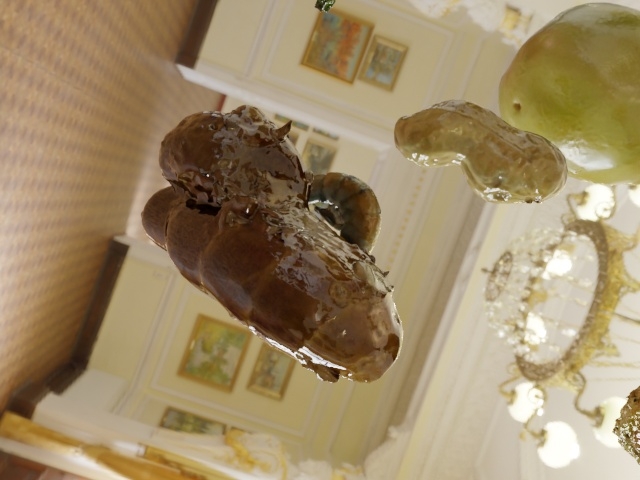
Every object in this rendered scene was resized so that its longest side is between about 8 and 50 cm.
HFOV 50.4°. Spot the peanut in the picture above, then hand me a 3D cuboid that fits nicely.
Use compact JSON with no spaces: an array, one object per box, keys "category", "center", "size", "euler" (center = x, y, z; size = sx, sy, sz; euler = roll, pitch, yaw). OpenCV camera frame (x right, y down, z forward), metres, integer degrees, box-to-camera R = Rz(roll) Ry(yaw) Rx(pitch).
[{"category":"peanut","center":[0.208,-0.116,0.883],"size":[0.103,0.230,0.098],"euler":[-56,169,-36]}]

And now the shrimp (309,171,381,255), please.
[{"category":"shrimp","center":[0.000,0.000,0.965],"size":[0.051,0.150,0.217],"euler":[-18,139,-59]}]

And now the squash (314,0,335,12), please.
[{"category":"squash","center":[0.053,-0.485,1.152],"size":[0.252,0.066,0.066],"euler":[130,-20,-61]}]

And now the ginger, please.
[{"category":"ginger","center":[-0.057,-0.011,0.822],"size":[0.176,0.418,0.254],"euler":[-9,130,-51]}]

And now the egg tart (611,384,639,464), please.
[{"category":"egg tart","center":[0.600,0.291,0.948],"size":[0.339,0.153,0.351],"euler":[41,-30,42]}]

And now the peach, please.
[{"category":"peach","center":[0.472,-0.238,1.130],"size":[0.314,0.316,0.281],"euler":[-5,128,-53]}]
